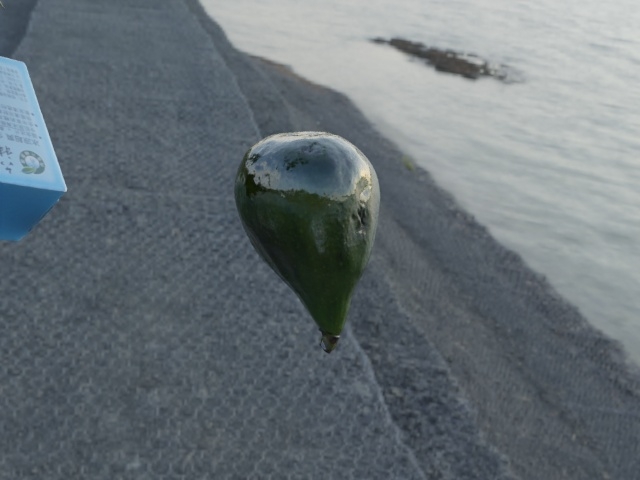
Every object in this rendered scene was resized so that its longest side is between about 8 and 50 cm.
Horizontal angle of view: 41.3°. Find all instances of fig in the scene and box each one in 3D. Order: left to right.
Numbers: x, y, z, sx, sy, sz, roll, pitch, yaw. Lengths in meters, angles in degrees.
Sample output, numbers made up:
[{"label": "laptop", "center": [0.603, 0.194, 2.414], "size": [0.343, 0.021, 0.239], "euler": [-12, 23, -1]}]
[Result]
[{"label": "fig", "center": [0.000, 0.000, 0.658], "size": [0.117, 0.177, 0.117], "euler": [-16, 22, 6]}]

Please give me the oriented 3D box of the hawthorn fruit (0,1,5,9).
[{"label": "hawthorn fruit", "center": [-0.353, -0.310, 0.822], "size": [0.125, 0.140, 0.125], "euler": [17, 24, -8]}]

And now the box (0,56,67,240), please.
[{"label": "box", "center": [-0.327, -0.087, 0.649], "size": [0.232, 0.083, 0.142], "euler": [9, 48, -52]}]
